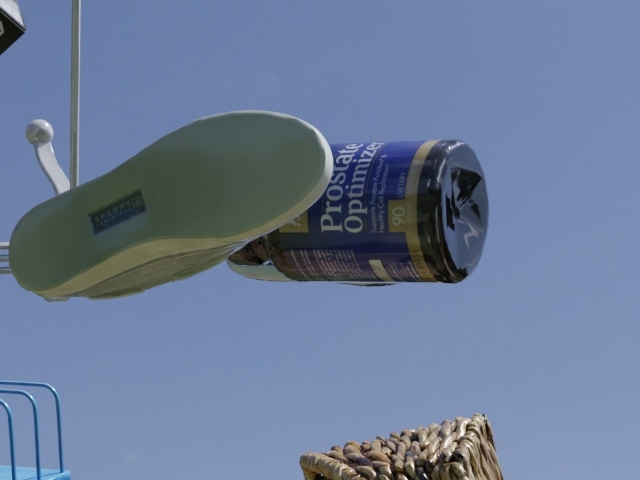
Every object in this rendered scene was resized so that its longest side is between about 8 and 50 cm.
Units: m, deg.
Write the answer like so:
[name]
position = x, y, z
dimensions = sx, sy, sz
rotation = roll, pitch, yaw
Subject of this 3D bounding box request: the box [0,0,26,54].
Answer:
[box]
position = -0.471, -0.260, 1.823
dimensions = 0.216, 0.270, 0.060
rotation = -41, -53, 9

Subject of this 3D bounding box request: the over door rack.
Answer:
[over door rack]
position = -0.280, -0.111, 1.073
dimensions = 0.240, 0.324, 0.108
rotation = -2, 19, -36

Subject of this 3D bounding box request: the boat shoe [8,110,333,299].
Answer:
[boat shoe]
position = -0.087, -0.018, 0.947
dimensions = 0.228, 0.079, 0.081
rotation = -20, -16, 22

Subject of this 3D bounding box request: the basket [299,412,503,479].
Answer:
[basket]
position = 0.097, 0.359, 1.553
dimensions = 0.223, 0.299, 0.213
rotation = -15, 7, 15

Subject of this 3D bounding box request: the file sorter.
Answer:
[file sorter]
position = -0.343, 0.203, 1.468
dimensions = 0.118, 0.104, 0.170
rotation = 1, 6, 25

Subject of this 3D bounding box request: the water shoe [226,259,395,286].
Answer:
[water shoe]
position = 0.000, 0.000, 1.486
dimensions = 0.203, 0.080, 0.073
rotation = 2, 6, 27

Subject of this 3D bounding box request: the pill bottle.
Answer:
[pill bottle]
position = 0.024, -0.024, 1.295
dimensions = 0.219, 0.122, 0.123
rotation = -1, -22, 27
